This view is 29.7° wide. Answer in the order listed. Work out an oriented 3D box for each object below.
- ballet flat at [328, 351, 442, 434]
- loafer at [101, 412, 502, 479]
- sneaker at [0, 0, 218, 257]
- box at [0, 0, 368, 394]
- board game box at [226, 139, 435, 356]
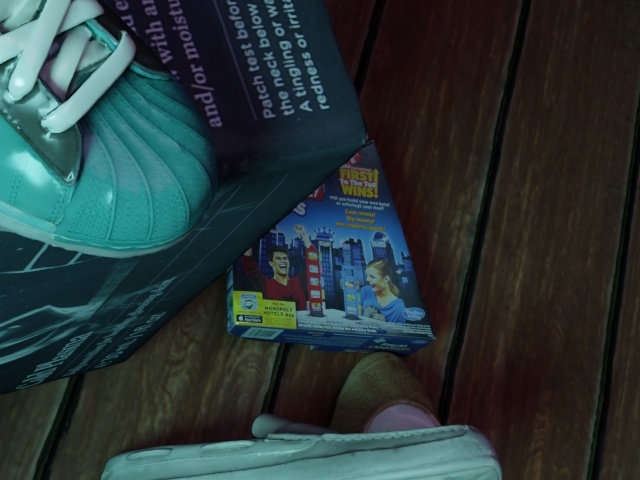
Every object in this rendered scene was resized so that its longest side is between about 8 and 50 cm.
[{"bbox_3d":[0.050,0.239,0.992,0.116,0.124,0.342,28,60,-16],"label":"ballet flat"},{"bbox_3d":[-0.024,0.179,0.921,0.319,0.112,0.111,-10,50,6],"label":"loafer"},{"bbox_3d":[-0.154,-0.111,0.474,0.302,0.121,0.108,40,60,-9],"label":"sneaker"},{"bbox_3d":[-0.308,-0.058,0.731,0.471,0.480,0.297,-12,76,-29],"label":"box"},{"bbox_3d":[0.000,0.000,1.103,0.194,0.060,0.194,7,66,-23],"label":"board game box"}]
